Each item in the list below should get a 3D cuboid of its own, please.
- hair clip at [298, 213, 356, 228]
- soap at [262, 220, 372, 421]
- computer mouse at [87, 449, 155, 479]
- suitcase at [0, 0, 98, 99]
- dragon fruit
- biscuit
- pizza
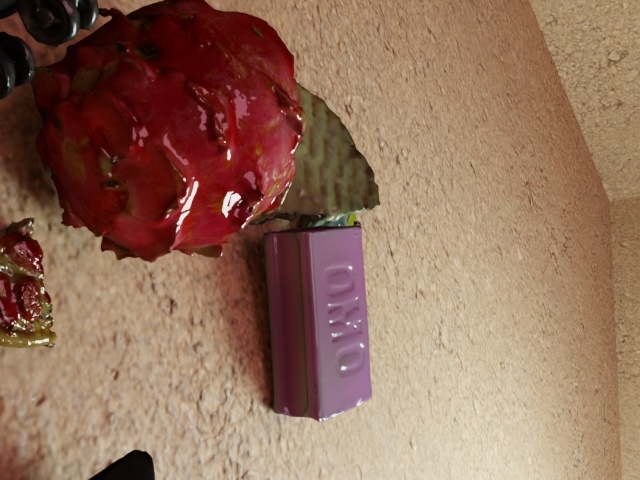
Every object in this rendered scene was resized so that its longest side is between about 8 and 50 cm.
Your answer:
[{"bbox_3d":[0.000,0.000,0.940,0.188,0.033,0.060,-54,130,-42],"label":"hair clip"},{"bbox_3d":[0.000,0.085,0.848,0.122,0.065,0.203,-9,95,-56],"label":"soap"},{"bbox_3d":[-0.174,0.216,0.487,0.073,0.122,0.217,53,31,4],"label":"computer mouse"},{"bbox_3d":[-0.232,-0.322,0.421,0.434,0.194,0.283,51,34,-18],"label":"suitcase"},{"bbox_3d":[-0.106,-0.098,0.640,0.268,0.210,0.205,-61,149,-56],"label":"dragon fruit"},{"bbox_3d":[-0.040,-0.104,0.874,0.273,0.036,0.187,-5,78,-50],"label":"biscuit"},{"bbox_3d":[-0.228,0.035,0.542,0.099,0.029,0.100,-11,89,-59],"label":"pizza"}]
